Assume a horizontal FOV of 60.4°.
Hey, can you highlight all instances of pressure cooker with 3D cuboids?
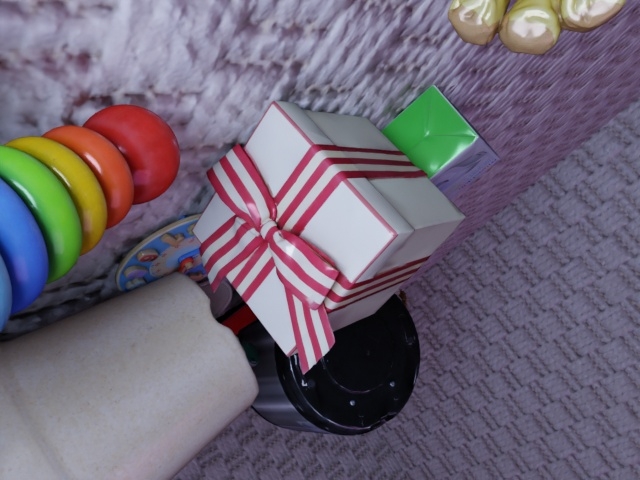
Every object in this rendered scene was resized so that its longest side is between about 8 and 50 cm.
[{"bbox_3d":[-0.018,0.279,1.340,0.376,0.369,0.420,-29,179,-32],"label":"pressure cooker"}]

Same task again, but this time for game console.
[{"bbox_3d":[-0.316,0.253,1.109,0.387,0.060,0.342,-34,176,18],"label":"game console"}]

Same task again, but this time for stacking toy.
[{"bbox_3d":[-0.219,-0.021,0.394,0.141,0.141,0.330,-45,-174,34],"label":"stacking toy"}]

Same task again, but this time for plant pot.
[{"bbox_3d":[-0.267,0.207,0.741,0.306,0.333,0.333,-33,166,-24],"label":"plant pot"}]

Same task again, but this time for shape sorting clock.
[{"bbox_3d":[-0.205,0.025,0.828,0.206,0.040,0.206,-32,165,-10],"label":"shape sorting clock"}]

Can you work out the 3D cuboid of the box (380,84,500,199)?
[{"bbox_3d":[0.166,-0.124,0.995,0.262,0.126,0.231,-41,162,19],"label":"box"}]

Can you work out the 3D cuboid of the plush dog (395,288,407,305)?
[{"bbox_3d":[0.139,0.133,1.526,0.211,0.225,0.262,-41,164,24],"label":"plush dog"}]

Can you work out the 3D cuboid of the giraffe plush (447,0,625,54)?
[{"bbox_3d":[0.240,-0.306,0.583,0.170,0.182,0.210,-29,133,-59],"label":"giraffe plush"}]

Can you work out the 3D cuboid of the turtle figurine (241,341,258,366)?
[{"bbox_3d":[-0.240,0.306,1.183,0.234,0.118,0.175,-43,174,30],"label":"turtle figurine"}]

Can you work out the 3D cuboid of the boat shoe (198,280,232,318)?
[{"bbox_3d":[-0.273,0.145,1.027,0.233,0.084,0.079,-36,-164,-15],"label":"boat shoe"}]

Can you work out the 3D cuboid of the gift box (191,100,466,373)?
[{"bbox_3d":[0.000,0.000,0.734,0.258,0.255,0.276,-10,139,-55],"label":"gift box"}]
